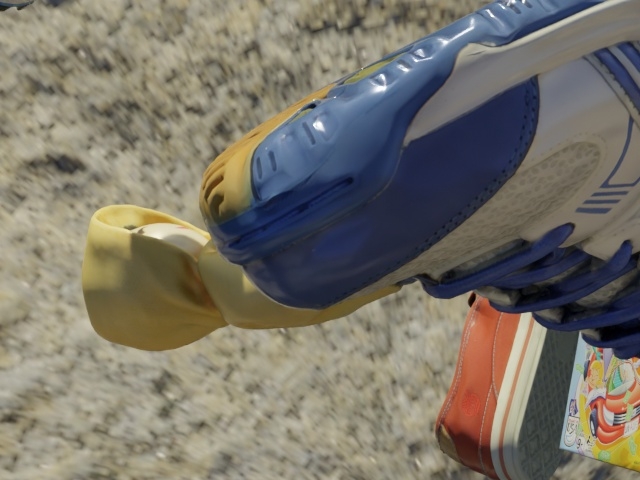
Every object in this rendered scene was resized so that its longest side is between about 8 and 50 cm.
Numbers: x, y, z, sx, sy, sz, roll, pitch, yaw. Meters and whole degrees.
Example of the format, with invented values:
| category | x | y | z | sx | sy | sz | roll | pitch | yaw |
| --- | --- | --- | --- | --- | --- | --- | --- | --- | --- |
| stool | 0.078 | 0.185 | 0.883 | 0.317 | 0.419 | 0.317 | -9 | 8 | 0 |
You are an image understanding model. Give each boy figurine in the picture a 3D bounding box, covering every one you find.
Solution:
| category | x | y | z | sx | sy | sz | roll | pitch | yaw |
| --- | --- | --- | --- | --- | --- | --- | --- | --- | --- |
| boy figurine | 0.000 | 0.000 | 1.091 | 0.285 | 0.177 | 0.092 | -9 | 102 | 18 |

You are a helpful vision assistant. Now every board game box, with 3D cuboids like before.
| category | x | y | z | sx | sy | sz | roll | pitch | yaw |
| --- | --- | --- | --- | --- | --- | --- | --- | --- | --- |
| board game box | 0.158 | 0.052 | 0.825 | 0.026 | 0.154 | 0.103 | 11 | 87 | -20 |

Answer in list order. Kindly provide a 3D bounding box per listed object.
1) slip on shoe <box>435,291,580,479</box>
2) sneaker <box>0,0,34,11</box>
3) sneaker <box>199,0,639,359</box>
| category | x | y | z | sx | sy | sz | roll | pitch | yaw |
| --- | --- | --- | --- | --- | --- | --- | --- | --- | --- |
| slip on shoe | 0.174 | 0.042 | 1.582 | 0.101 | 0.123 | 0.331 | 4 | 67 | 36 |
| sneaker | -0.147 | -0.233 | 0.986 | 0.085 | 0.086 | 0.237 | 19 | 67 | -25 |
| sneaker | 0.099 | -0.013 | 0.543 | 0.296 | 0.112 | 0.131 | -19 | 90 | -41 |
